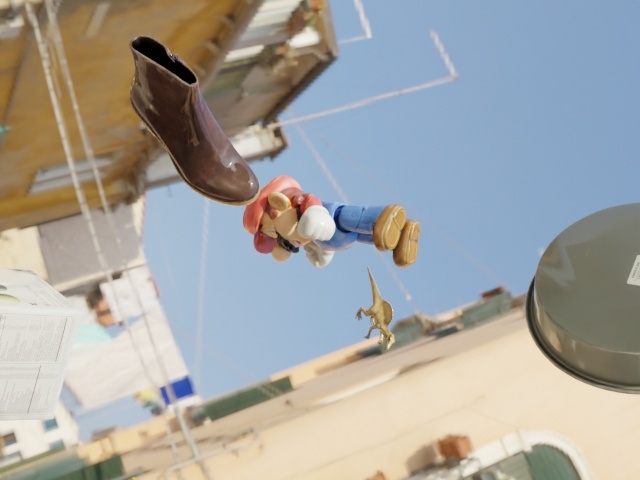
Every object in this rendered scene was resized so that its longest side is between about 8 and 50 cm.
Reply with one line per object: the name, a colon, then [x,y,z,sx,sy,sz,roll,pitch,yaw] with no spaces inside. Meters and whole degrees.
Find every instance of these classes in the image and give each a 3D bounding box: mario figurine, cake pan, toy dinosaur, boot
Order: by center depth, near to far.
cake pan: [0.394,0.056,1.203,0.293,0.293,0.054,43,-19,47]
boot: [-0.186,-0.167,1.441,0.248,0.090,0.207,40,-21,10]
mario figurine: [0.000,0.000,1.681,0.320,0.170,0.198,9,-51,33]
toy dinosaur: [0.121,0.151,2.093,0.092,0.053,0.183,-37,-119,47]

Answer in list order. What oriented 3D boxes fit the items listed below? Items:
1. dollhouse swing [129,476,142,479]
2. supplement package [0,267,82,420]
dollhouse swing: [-0.204,0.633,1.632,0.315,0.304,0.347,-60,-151,29]
supplement package: [-0.566,0.161,1.590,0.199,0.262,0.198,27,-76,44]
